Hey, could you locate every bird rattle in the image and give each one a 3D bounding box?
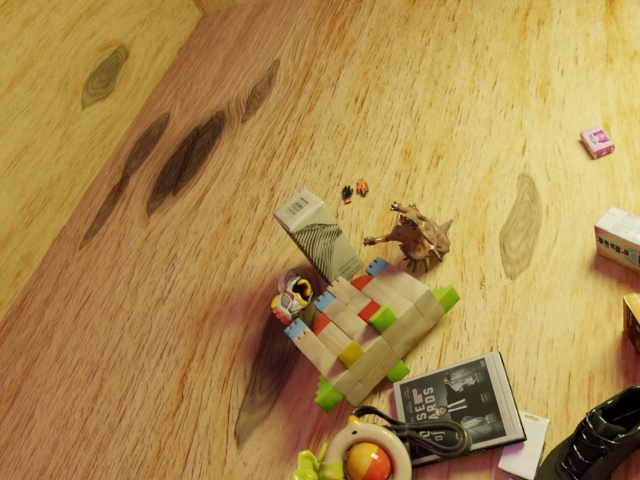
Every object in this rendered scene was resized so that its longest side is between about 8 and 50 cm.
[{"bbox_3d":[0.079,0.445,0.959,0.254,0.143,0.206,26,84,27],"label":"bird rattle"}]

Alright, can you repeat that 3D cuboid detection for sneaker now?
[{"bbox_3d":[-0.057,0.130,1.342,0.093,0.088,0.225,-37,18,18],"label":"sneaker"},{"bbox_3d":[0.454,0.340,0.868,0.286,0.130,0.109,-49,44,1],"label":"sneaker"}]

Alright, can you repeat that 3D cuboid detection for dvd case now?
[{"bbox_3d":[0.266,0.336,1.041,0.239,0.029,0.179,-25,45,22],"label":"dvd case"}]

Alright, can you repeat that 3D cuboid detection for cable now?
[{"bbox_3d":[0.161,0.389,1.040,0.287,0.072,0.139,-19,40,25],"label":"cable"}]

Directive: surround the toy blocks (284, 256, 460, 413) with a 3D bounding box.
[{"bbox_3d":[0.089,0.184,1.210,0.381,0.190,0.261,-44,34,-8],"label":"toy blocks"}]

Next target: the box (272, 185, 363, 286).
[{"bbox_3d":[0.000,0.000,1.319,0.113,0.275,0.094,-42,45,-5],"label":"box"}]

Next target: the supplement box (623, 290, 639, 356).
[{"bbox_3d":[0.660,0.170,0.890,0.194,0.129,0.191,-21,47,14],"label":"supplement box"}]

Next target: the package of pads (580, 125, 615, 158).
[{"bbox_3d":[0.679,-0.243,1.284,0.050,0.032,0.083,-22,47,16],"label":"package of pads"}]

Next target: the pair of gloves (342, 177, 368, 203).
[{"bbox_3d":[0.104,-0.148,1.566,0.083,0.010,0.074,-24,47,16],"label":"pair of gloves"}]

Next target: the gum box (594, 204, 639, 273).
[{"bbox_3d":[0.643,0.014,1.043,0.062,0.107,0.188,-45,45,-8],"label":"gum box"}]

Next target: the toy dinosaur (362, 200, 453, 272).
[{"bbox_3d":[0.245,-0.003,1.234,0.200,0.296,0.127,33,111,45],"label":"toy dinosaur"}]

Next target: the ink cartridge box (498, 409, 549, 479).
[{"bbox_3d":[0.377,0.377,0.963,0.063,0.029,0.115,10,60,37],"label":"ink cartridge box"}]

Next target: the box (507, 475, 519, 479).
[{"bbox_3d":[0.324,0.437,0.792,0.116,0.162,0.029,19,108,27],"label":"box"}]
